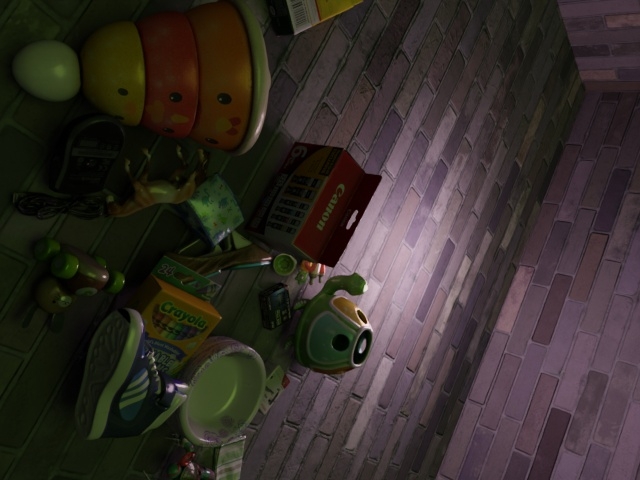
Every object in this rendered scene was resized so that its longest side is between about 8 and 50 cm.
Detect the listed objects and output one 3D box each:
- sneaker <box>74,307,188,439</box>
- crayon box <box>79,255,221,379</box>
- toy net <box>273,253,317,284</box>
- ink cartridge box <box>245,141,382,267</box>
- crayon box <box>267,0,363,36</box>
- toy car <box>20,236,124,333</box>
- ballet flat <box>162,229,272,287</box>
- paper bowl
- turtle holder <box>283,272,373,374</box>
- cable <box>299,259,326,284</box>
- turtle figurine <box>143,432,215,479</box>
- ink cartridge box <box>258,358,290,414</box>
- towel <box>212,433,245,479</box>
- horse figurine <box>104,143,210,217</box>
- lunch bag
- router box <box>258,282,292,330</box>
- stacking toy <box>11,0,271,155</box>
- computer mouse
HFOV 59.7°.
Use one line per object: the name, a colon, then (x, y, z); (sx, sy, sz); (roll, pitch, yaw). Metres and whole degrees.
sneaker: (-0.392, 0.295, 1.253); (0.236, 0.130, 0.322); (8, 109, -49)
crayon box: (-0.388, 0.218, 1.342); (0.323, 0.083, 0.203); (-52, 136, 1)
toy net: (-0.044, 0.016, 1.706); (0.232, 0.122, 0.045); (-60, 180, 0)
ink cartridge box: (-0.017, -0.106, 1.565); (0.130, 0.272, 0.309); (39, 73, -45)
crayon box: (-0.020, -0.724, 1.572); (0.318, 0.081, 0.202); (-38, 126, -34)
toy car: (-0.546, 0.113, 1.183); (0.188, 0.149, 0.155); (-59, 147, -3)
ballet flat: (-0.274, 0.037, 1.492); (0.342, 0.116, 0.124); (-14, 93, -41)
paper bowl: (-0.297, 0.399, 1.514); (0.284, 0.148, 0.284); (-15, 110, -45)
turtle holder: (0.058, 0.279, 1.800); (0.320, 0.227, 0.243); (-57, 141, -22)
cable: (0.000, 0.000, 1.790); (0.139, 0.072, 0.287); (11, 93, -51)
turtle figurine: (-0.378, 0.642, 1.522); (0.175, 0.118, 0.234); (-53, 139, -24)
ink cartridge box: (-0.170, 0.456, 1.737); (0.135, 0.056, 0.099); (-49, 133, -28)
towel: (-0.278, 0.675, 1.701); (0.113, 0.023, 0.152); (-1, 101, -47)
horse figurine: (-0.363, -0.137, 1.291); (0.263, 0.066, 0.174); (-18, 138, -37)
lunch bag: (-0.280, -0.076, 1.433); (0.129, 0.096, 0.151); (-45, 108, -30)
router box: (-0.138, 0.203, 1.718); (0.092, 0.038, 0.122); (-25, 118, -41)
stacking toy: (-0.378, -0.343, 1.179); (0.480, 0.351, 0.350); (-8, 107, -27)
computer mouse: (-0.501, -0.162, 1.150); (0.188, 0.072, 0.272); (3, 132, -51)
